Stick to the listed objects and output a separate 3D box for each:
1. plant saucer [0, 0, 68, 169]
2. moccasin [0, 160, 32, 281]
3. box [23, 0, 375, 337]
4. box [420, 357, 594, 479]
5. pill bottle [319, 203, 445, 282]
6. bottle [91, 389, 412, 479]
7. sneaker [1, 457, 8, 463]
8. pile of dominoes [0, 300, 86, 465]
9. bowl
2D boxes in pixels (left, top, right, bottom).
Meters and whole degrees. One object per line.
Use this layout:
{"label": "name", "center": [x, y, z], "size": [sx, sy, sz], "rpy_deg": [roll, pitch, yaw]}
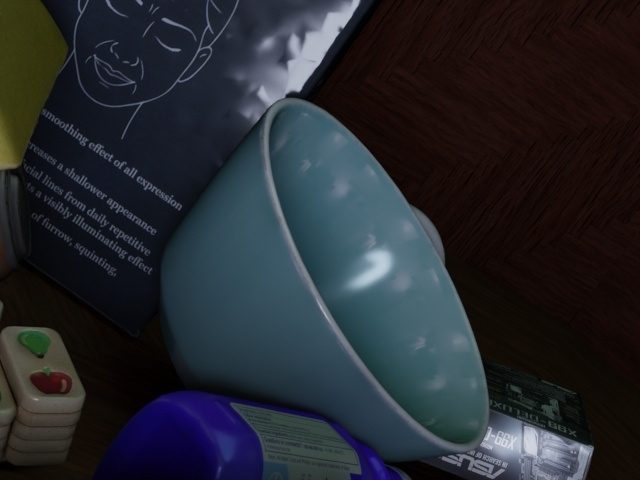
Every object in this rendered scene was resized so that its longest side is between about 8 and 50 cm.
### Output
{"label": "plant saucer", "center": [-0.340, -0.139, 0.853], "size": [0.332, 0.081, 0.333], "rpy_deg": [4, 19, -7]}
{"label": "moccasin", "center": [-0.317, -0.070, 0.961], "size": [0.147, 0.139, 0.380], "rpy_deg": [-17, 38, -30]}
{"label": "box", "center": [-0.160, -0.167, 1.224], "size": [0.293, 0.395, 0.212], "rpy_deg": [36, 9, -2]}
{"label": "box", "center": [0.114, 0.157, 1.345], "size": [0.307, 0.077, 0.242], "rpy_deg": [20, 8, 5]}
{"label": "pill bottle", "center": [0.000, 0.000, 1.338], "size": [0.146, 0.146, 0.264], "rpy_deg": [30, 1, -32]}
{"label": "bottle", "center": [-0.026, 0.170, 0.875], "size": [0.092, 0.118, 0.283], "rpy_deg": [41, 10, 33]}
{"label": "sneaker", "center": [-0.222, 0.068, 0.784], "size": [0.211, 0.081, 0.080], "rpy_deg": [29, 9, -43]}
{"label": "pile of dominoes", "center": [-0.232, 0.059, 0.570], "size": [0.251, 0.040, 0.196], "rpy_deg": [5, 29, -30]}
{"label": "bowl", "center": [-0.012, 0.060, 1.073], "size": [0.311, 0.163, 0.312], "rpy_deg": [48, 23, -28]}
